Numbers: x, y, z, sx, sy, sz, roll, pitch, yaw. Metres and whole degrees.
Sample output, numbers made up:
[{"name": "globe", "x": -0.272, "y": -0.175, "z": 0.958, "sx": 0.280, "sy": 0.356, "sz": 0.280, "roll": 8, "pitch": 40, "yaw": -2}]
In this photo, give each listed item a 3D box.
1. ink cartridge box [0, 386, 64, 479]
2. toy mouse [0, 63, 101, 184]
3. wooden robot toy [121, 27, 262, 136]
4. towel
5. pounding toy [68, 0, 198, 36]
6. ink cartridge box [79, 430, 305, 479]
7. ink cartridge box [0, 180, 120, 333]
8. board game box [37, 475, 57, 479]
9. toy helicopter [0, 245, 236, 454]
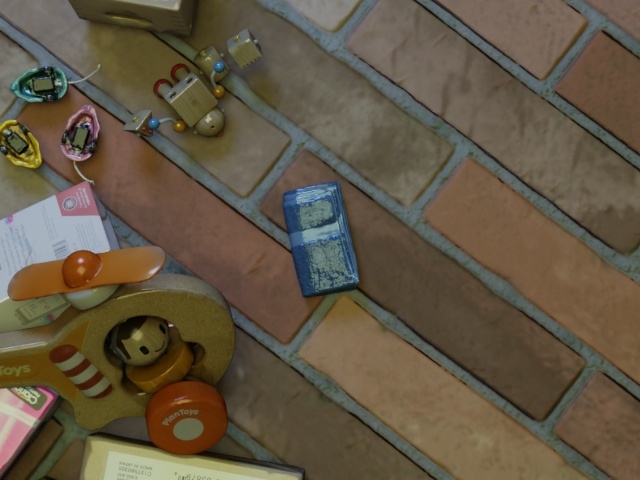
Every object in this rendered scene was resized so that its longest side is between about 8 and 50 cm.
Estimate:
[{"name": "ink cartridge box", "x": -0.451, "y": 0.259, "z": 1.771, "sx": 0.176, "sy": 0.069, "sz": 0.371, "roll": 36, "pitch": 90, "yaw": 3}, {"name": "toy mouse", "x": -0.285, "y": -0.137, "z": 1.803, "sx": 0.161, "sy": 0.031, "sz": 0.143, "roll": 39, "pitch": 89, "yaw": 3}, {"name": "wooden robot toy", "x": -0.127, "y": -0.151, "z": 1.796, "sx": 0.173, "sy": 0.076, "sz": 0.079, "roll": -41, "pitch": 122, "yaw": -1}, {"name": "towel", "x": 0.000, "y": 0.000, "z": 1.790, "sx": 0.067, "sy": 0.029, "sz": 0.119, "roll": -12, "pitch": 87, "yaw": 1}, {"name": "pounding toy", "x": -0.211, "y": -0.341, "z": 1.789, "sx": 0.181, "sy": 0.094, "sz": 0.206, "roll": 10, "pitch": 78, "yaw": 7}, {"name": "ink cartridge box", "x": -0.146, "y": 0.315, "z": 1.746, "sx": 0.235, "sy": 0.088, "sz": 0.193, "roll": 9, "pitch": 86, "yaw": 1}, {"name": "ink cartridge box", "x": -0.311, "y": 0.033, "z": 1.751, "sx": 0.198, "sy": 0.067, "sz": 0.115, "roll": -24, "pitch": 47, "yaw": 0}, {"name": "board game box", "x": -0.306, "y": 0.322, "z": 1.708, "sx": 0.048, "sy": 0.170, "sz": 0.141, "roll": 23, "pitch": 88, "yaw": 1}, {"name": "toy helicopter", "x": -0.262, "y": 0.102, "z": 1.660, "sx": 0.355, "sy": 0.140, "sz": 0.235, "roll": -7, "pitch": 131, "yaw": -7}]
